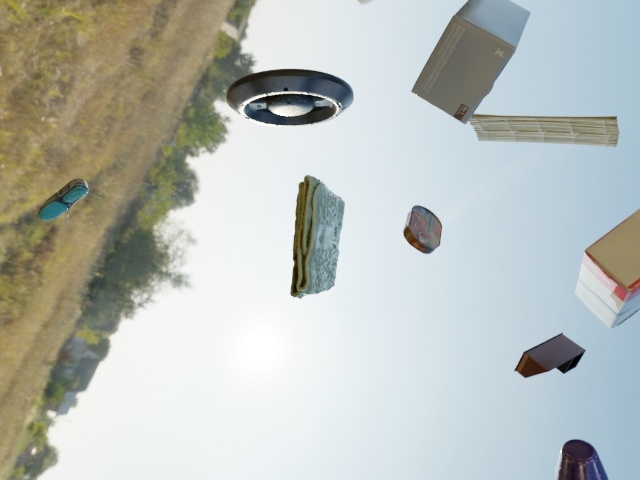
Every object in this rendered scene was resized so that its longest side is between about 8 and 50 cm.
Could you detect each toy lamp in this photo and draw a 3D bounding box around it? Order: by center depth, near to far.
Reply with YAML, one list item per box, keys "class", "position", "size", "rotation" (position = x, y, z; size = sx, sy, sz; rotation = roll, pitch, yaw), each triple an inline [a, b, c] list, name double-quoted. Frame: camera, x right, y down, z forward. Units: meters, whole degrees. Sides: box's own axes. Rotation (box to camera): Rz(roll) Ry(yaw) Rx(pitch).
- class: "toy lamp"
  position: [0.428, 0.445, 0.800]
  size: [0.080, 0.080, 0.275]
  rotation: [-129, -155, -68]

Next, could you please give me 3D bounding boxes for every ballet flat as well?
- class: "ballet flat"
  position: [-0.482, -0.080, 0.924]
  size: [0.114, 0.041, 0.041]
  rotation: [-32, -151, 11]

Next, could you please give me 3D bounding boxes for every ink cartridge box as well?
- class: "ink cartridge box"
  position: [0.502, 0.038, 0.777]
  size: [0.158, 0.218, 0.092]
  rotation: [-38, -124, 4]

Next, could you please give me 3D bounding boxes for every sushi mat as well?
- class: "sushi mat"
  position: [0.508, -0.255, 1.135]
  size: [0.316, 0.151, 0.019]
  rotation: [10, -99, 30]

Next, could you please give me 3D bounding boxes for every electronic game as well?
- class: "electronic game"
  position: [-0.054, -0.255, 0.890]
  size: [0.229, 0.229, 0.048]
  rotation: [167, -78, -66]

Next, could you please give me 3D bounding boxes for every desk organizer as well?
- class: "desk organizer"
  position: [0.407, 0.211, 0.870]
  size: [0.050, 0.130, 0.047]
  rotation: [41, -50, 41]

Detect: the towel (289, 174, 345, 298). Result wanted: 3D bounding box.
- class: "towel"
  position: [0.000, 0.000, 0.480]
  size: [0.148, 0.027, 0.110]
  rotation: [14, 81, -80]

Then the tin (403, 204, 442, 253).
- class: "tin"
  position: [0.287, -0.031, 1.377]
  size: [0.040, 0.106, 0.190]
  rotation: [-59, -178, 36]

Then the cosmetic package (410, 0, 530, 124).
- class: "cosmetic package"
  position: [0.235, -0.290, 0.751]
  size: [0.238, 0.107, 0.127]
  rotation: [-50, 171, -49]

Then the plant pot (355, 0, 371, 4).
- class: "plant pot"
  position: [0.143, -0.622, 0.911]
  size: [0.305, 0.334, 0.334]
  rotation: [-19, -133, 39]
